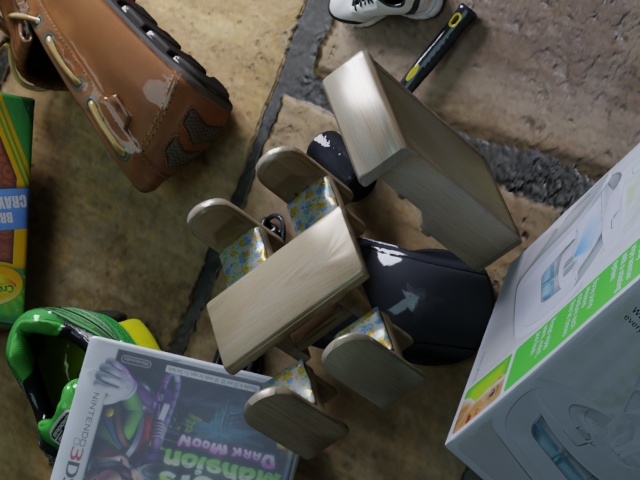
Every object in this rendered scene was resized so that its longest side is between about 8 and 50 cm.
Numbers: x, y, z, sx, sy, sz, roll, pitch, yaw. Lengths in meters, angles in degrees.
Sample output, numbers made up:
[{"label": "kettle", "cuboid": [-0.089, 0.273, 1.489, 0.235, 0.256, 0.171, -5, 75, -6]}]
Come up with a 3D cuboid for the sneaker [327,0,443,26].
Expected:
[{"label": "sneaker", "cuboid": [0.048, -0.206, 1.466, 0.109, 0.044, 0.040, -3, 81, 36]}]

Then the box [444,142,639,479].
[{"label": "box", "cuboid": [0.224, 0.042, 1.136, 0.127, 0.262, 0.231, 40, 121, -6]}]

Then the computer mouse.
[{"label": "computer mouse", "cuboid": [0.010, 0.080, 1.425, 0.262, 0.060, 0.184, 12, 87, 36]}]

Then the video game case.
[{"label": "video game case", "cuboid": [-0.116, 0.180, 1.394, 0.190, 0.022, 0.173, 13, 76, 5]}]

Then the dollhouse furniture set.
[{"label": "dollhouse furniture set", "cuboid": [0.000, 0.000, 1.311, 0.242, 0.161, 0.212, -36, 45, 18]}]

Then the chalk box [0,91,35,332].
[{"label": "chalk box", "cuboid": [-0.391, 0.006, 1.625, 0.179, 0.180, 0.289, -14, 72, 48]}]

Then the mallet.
[{"label": "mallet", "cuboid": [0.058, -0.123, 1.452, 0.062, 0.039, 0.190, 38, 98, 36]}]

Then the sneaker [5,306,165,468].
[{"label": "sneaker", "cuboid": [-0.167, 0.196, 1.471, 0.134, 0.146, 0.343, -49, 59, 17]}]

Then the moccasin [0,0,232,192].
[{"label": "moccasin", "cuboid": [-0.237, -0.190, 1.615, 0.147, 0.139, 0.380, -47, 68, 8]}]
